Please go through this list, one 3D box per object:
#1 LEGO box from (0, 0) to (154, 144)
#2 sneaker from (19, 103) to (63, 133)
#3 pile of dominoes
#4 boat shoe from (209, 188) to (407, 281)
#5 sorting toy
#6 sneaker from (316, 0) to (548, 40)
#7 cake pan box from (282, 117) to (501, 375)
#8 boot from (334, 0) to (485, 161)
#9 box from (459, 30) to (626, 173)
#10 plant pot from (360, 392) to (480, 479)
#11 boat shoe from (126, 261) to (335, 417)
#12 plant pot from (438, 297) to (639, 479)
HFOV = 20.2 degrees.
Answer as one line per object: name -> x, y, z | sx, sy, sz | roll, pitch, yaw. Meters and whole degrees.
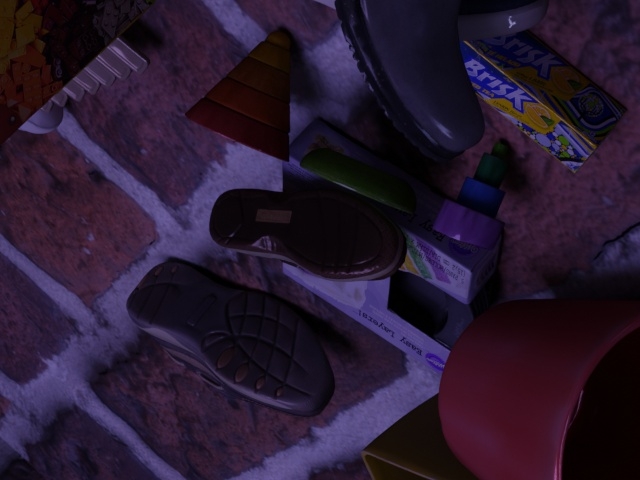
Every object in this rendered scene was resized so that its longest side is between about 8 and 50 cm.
LEGO box -> -0.412, -0.316, 1.825 | 0.500, 0.372, 0.193 | 19, 144, 37
sneaker -> -0.369, -0.218, 2.223 | 0.115, 0.090, 0.232 | 9, 142, 35
pile of dominoes -> -0.317, -0.255, 2.102 | 0.251, 0.040, 0.196 | -16, 119, 47
boat shoe -> 0.002, -0.008, 1.921 | 0.257, 0.095, 0.095 | 16, 177, 41
sorting toy -> 0.038, -0.114, 1.832 | 0.365, 0.126, 0.127 | 24, -177, 24
sneaker -> 0.040, -0.284, 1.568 | 0.350, 0.131, 0.148 | 19, 120, 17
cake pan box -> 0.077, 0.018, 2.002 | 0.267, 0.070, 0.246 | 33, 153, 18
boot -> 0.116, -0.235, 1.418 | 0.222, 0.118, 0.338 | -20, 114, 19
box -> 0.190, -0.142, 1.637 | 0.169, 0.054, 0.059 | 39, 153, 5
plant pot -> 0.208, 0.274, 2.068 | 0.212, 0.187, 0.212 | 18, 144, 40
boat shoe -> -0.103, 0.141, 2.375 | 0.355, 0.132, 0.130 | 30, 161, 39
plant pot -> 0.263, 0.176, 1.802 | 0.243, 0.275, 0.275 | 17, 145, 56
